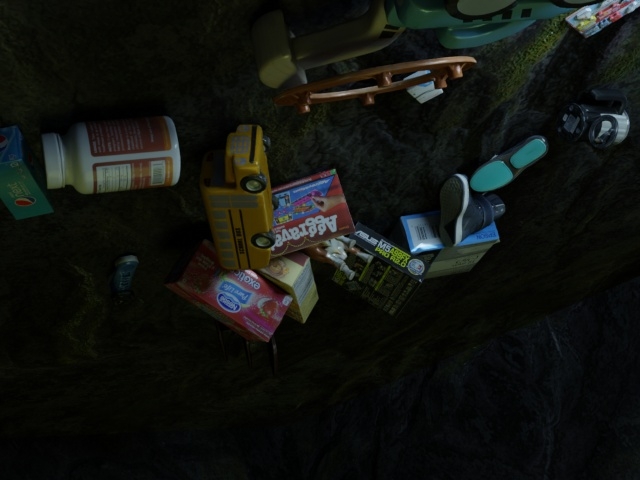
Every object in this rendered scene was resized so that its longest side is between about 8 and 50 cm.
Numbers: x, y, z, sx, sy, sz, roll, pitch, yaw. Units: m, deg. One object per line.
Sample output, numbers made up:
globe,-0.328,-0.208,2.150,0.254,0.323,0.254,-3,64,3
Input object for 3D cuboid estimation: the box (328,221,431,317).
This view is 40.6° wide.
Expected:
box,0.148,0.082,2.245,0.216,0.060,0.270,31,154,5

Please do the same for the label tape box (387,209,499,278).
label tape box,0.300,0.036,2.342,0.249,0.115,0.348,-9,156,-15

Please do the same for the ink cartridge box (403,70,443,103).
ink cartridge box,0.193,-0.282,1.595,0.048,0.028,0.083,-25,157,23

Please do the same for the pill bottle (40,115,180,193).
pill bottle,-0.352,-0.142,1.447,0.216,0.121,0.121,-7,157,-19

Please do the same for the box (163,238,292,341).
box,-0.211,0.117,1.974,0.257,0.123,0.128,36,162,-18

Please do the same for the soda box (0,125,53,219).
soda box,-0.520,-0.112,1.478,0.071,0.067,0.210,-12,158,-7

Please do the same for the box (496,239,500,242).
box,0.464,-0.007,2.462,0.081,0.028,0.136,-21,156,13

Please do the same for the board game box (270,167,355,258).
board game box,-0.080,-0.045,1.852,0.281,0.145,0.027,-18,-168,6

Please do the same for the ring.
ring,0.088,-0.249,1.414,0.336,0.032,0.336,-11,-177,1

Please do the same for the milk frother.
milk frother,0.601,-0.236,1.829,0.134,0.143,0.129,-1,147,-27

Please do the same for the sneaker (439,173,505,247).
sneaker,0.374,-0.100,2.105,0.163,0.086,0.226,-26,144,-19

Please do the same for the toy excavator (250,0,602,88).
toy excavator,0.141,-0.344,1.203,0.432,0.222,0.445,-8,166,-14

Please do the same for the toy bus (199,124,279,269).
toy bus,-0.154,-0.077,1.683,0.130,0.108,0.333,0,145,3

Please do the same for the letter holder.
letter holder,-0.213,0.286,2.468,0.152,0.215,0.302,-12,159,-8

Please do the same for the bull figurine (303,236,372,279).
bull figurine,0.000,0.000,2.004,0.101,0.188,0.310,-58,160,3

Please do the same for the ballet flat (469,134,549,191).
ballet flat,0.433,-0.177,1.972,0.203,0.074,0.074,-33,153,28

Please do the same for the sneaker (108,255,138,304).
sneaker,-0.456,0.098,2.017,0.058,0.085,0.152,-1,154,-32

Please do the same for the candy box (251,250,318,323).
candy box,-0.111,0.086,2.090,0.182,0.088,0.316,26,164,13

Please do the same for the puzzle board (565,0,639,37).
puzzle board,0.508,-0.407,1.526,0.128,0.011,0.096,-30,155,31
